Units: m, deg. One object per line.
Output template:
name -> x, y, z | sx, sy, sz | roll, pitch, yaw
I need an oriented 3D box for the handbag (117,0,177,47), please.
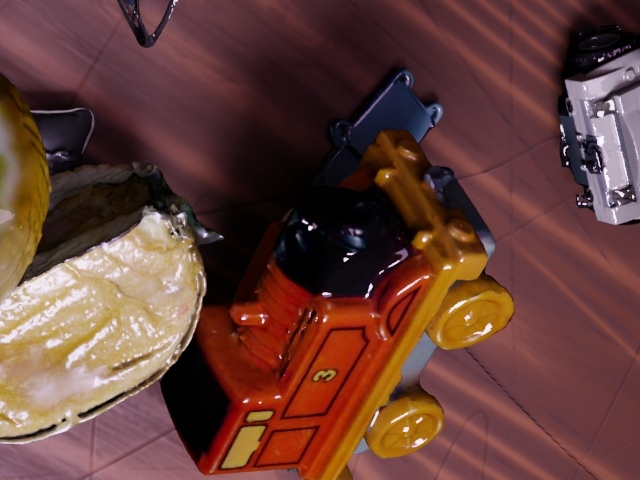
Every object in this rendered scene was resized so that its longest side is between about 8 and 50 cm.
handbag -> -0.151, -0.227, 1.560 | 0.072, 0.115, 0.139 | -19, 128, -23

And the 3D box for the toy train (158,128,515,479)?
toy train -> 0.006, 0.082, 1.607 | 0.232, 0.163, 0.369 | -4, 137, -34

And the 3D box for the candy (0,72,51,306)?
candy -> -0.336, -0.038, 1.429 | 0.260, 0.260, 0.118 | -37, 160, -15

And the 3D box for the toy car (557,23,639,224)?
toy car -> 0.368, -0.143, 1.843 | 0.301, 0.118, 0.193 | -23, 110, -22

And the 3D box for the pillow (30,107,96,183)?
pillow -> -0.258, -0.077, 1.563 | 0.136, 0.055, 0.091 | 12, 122, -28

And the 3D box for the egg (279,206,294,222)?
egg -> 0.000, 0.000, 1.708 | 0.083, 0.071, 0.071 | -5, 106, -46

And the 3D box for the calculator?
calculator -> 0.052, -0.092, 1.742 | 0.141, 0.019, 0.094 | -49, 119, -7

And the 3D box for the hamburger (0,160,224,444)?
hamburger -> -0.225, 0.068, 1.558 | 0.309, 0.132, 0.211 | -27, 131, -13
